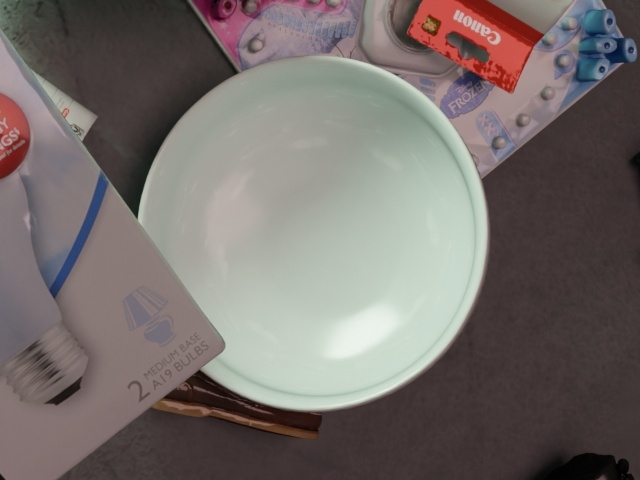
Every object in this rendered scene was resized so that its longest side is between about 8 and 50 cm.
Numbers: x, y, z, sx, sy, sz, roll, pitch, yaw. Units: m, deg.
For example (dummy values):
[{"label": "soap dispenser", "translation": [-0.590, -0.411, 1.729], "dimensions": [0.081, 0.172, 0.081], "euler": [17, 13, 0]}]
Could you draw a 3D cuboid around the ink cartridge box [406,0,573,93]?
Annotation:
[{"label": "ink cartridge box", "translation": [0.191, -0.264, 1.288], "dimensions": [0.145, 0.045, 0.179], "euler": [26, 87, -20]}]

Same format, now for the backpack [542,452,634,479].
[{"label": "backpack", "translation": [0.317, 0.354, 1.444], "dimensions": [0.152, 0.115, 0.182], "euler": [-31, 105, -14]}]

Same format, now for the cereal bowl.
[{"label": "cereal bowl", "translation": [0.000, 0.000, 1.204], "dimensions": [0.339, 0.141, 0.339], "euler": [-2, 81, 10]}]

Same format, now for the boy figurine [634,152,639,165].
[{"label": "boy figurine", "translation": [0.496, 0.000, 1.565], "dimensions": [0.177, 0.092, 0.285], "euler": [-31, 101, -29]}]

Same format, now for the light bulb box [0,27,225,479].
[{"label": "light bulb box", "translation": [-0.334, 0.025, 0.960], "dimensions": [0.358, 0.225, 0.361], "euler": [-38, 114, -11]}]

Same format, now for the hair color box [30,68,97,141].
[{"label": "hair color box", "translation": [-0.288, -0.126, 1.147], "dimensions": [0.141, 0.043, 0.072], "euler": [36, 73, -23]}]

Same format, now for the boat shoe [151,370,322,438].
[{"label": "boat shoe", "translation": [-0.085, 0.151, 1.241], "dimensions": [0.207, 0.073, 0.073], "euler": [18, 83, -28]}]

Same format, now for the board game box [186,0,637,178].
[{"label": "board game box", "translation": [0.107, -0.241, 1.314], "dimensions": [0.390, 0.050, 0.390], "euler": [-39, 109, -9]}]
